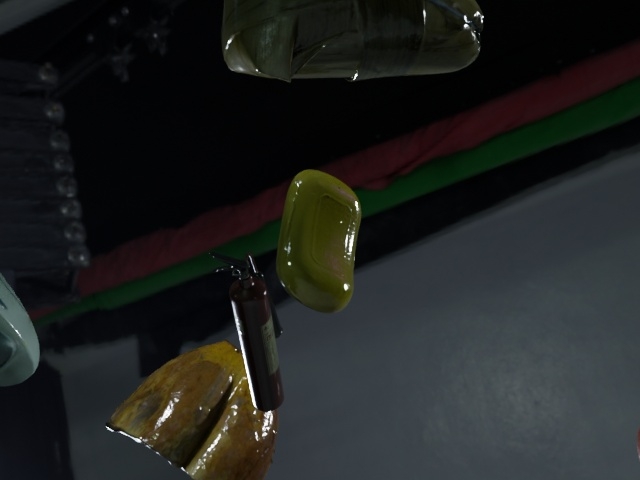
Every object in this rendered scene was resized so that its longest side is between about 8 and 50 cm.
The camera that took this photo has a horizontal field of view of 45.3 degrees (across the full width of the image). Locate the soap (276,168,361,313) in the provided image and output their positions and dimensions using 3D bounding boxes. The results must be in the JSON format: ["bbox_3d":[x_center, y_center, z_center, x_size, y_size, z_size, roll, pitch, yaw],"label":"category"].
[{"bbox_3d":[-0.001,0.000,0.723,0.045,0.140,0.089,-20,-38,41],"label":"soap"}]

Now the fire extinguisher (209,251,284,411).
[{"bbox_3d":[-0.047,0.068,0.610,0.049,0.035,0.173,-36,-40,-29],"label":"fire extinguisher"}]

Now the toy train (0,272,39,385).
[{"bbox_3d":[-0.392,-0.033,0.668,0.086,0.407,0.088,-35,4,6],"label":"toy train"}]

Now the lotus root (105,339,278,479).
[{"bbox_3d":[-0.134,0.223,0.977,0.199,0.180,0.188,19,-25,46],"label":"lotus root"}]

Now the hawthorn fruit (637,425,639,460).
[{"bbox_3d":[0.375,0.166,0.629,0.179,0.179,0.200,3,11,-43],"label":"hawthorn fruit"}]

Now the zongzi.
[{"bbox_3d":[0.028,-0.248,0.607,0.221,0.242,0.112,-7,13,-28],"label":"zongzi"}]
